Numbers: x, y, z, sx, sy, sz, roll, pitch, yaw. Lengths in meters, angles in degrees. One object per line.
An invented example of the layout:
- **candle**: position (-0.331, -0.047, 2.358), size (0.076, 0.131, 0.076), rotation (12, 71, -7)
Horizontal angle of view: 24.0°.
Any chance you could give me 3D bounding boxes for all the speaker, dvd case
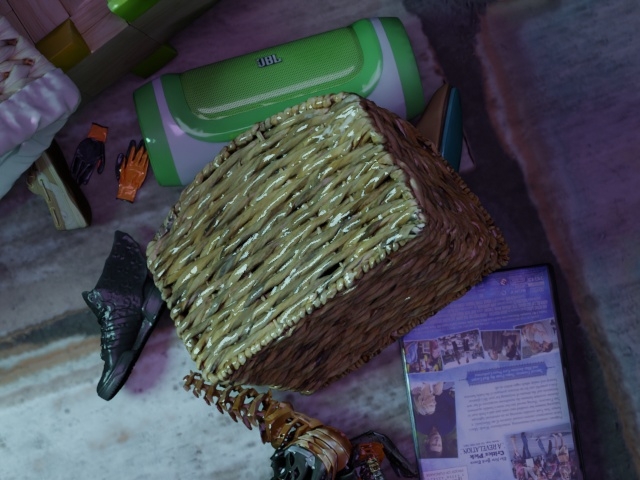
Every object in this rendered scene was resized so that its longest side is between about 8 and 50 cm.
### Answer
- **speaker**: position (-0.045, -0.149, 1.617), size (0.297, 0.131, 0.131), rotation (-16, 85, -3)
- **dvd case**: position (0.184, 0.160, 1.646), size (0.180, 0.022, 0.253), rotation (-8, 85, -2)

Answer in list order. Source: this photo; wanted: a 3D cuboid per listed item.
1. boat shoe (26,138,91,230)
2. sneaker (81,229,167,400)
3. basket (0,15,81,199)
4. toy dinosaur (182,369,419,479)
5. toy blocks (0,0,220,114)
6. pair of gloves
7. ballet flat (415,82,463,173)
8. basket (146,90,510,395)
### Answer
- **boat shoe**: position (-0.293, -0.065, 1.620), size (0.045, 0.050, 0.135), rotation (-19, 118, 9)
- **sneaker**: position (-0.224, 0.081, 1.633), size (0.089, 0.051, 0.170), rotation (28, 80, 1)
- **basket**: position (-0.469, -0.090, 1.443), size (0.266, 0.328, 0.331), rotation (50, 48, 0)
- **toy dinosaur**: position (-0.022, 0.268, 1.595), size (0.322, 0.164, 0.218), rotation (37, 70, 20)
- **toy blocks**: position (-0.251, -0.320, 1.608), size (0.381, 0.191, 0.261), rotation (-35, 76, 9)
- **pair of gloves**: position (-0.232, -0.086, 1.665), size (0.083, 0.010, 0.074), rotation (19, 85, 1)
- **ballet flat**: position (0.116, -0.058, 1.635), size (0.073, 0.080, 0.232), rotation (-3, 77, 18)
- **basket**: position (0.000, 0.000, 1.554), size (0.299, 0.223, 0.213), rotation (-38, 66, 19)
